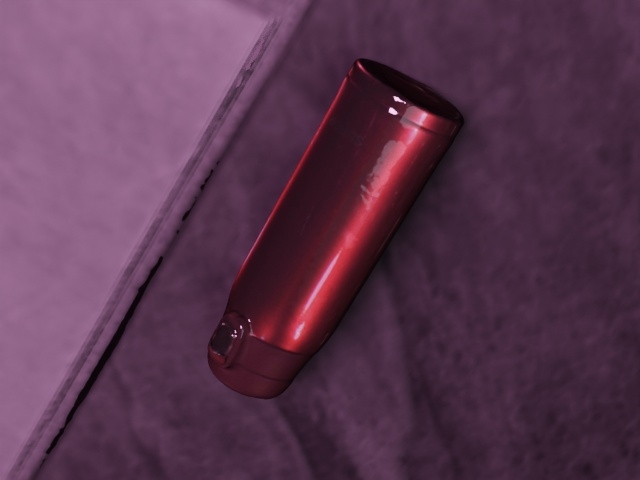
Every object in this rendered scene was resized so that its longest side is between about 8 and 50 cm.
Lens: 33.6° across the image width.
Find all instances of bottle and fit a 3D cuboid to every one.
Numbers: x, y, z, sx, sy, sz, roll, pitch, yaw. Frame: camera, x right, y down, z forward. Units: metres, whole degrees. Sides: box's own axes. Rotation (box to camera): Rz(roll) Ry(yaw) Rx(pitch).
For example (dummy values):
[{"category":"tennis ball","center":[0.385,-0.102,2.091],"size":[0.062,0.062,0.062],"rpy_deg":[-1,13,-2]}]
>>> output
[{"category":"bottle","center":[0.000,0.000,0.490],"size":[0.060,0.060,0.164],"rpy_deg":[19,112,-28]}]
